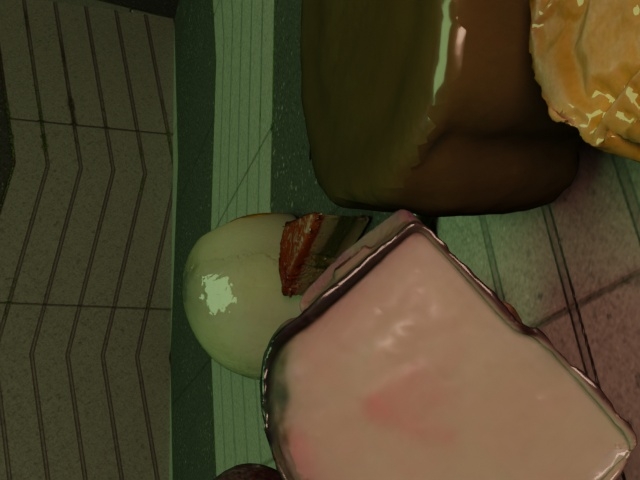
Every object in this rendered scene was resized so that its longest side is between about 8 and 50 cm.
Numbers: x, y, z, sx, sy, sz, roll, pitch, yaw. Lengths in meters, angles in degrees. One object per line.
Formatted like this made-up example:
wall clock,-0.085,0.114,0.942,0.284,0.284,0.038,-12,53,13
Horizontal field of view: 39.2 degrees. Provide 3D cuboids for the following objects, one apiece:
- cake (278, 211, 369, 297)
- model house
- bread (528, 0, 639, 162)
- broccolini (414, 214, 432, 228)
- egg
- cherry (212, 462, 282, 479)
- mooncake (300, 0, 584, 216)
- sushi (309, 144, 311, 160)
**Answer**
cake,-0.004,-0.015,1.358,0.220,0.086,0.117,114,151,-50
model house,0.077,0.119,0.719,0.202,0.237,0.237,-47,0,4
bread,0.236,-0.149,0.532,0.240,0.139,0.240,-175,90,-69
broccolini,0.101,-0.086,1.038,0.079,0.074,0.392,-11,-69,-69
egg,-0.145,0.099,1.606,0.337,0.201,0.337,-178,90,-74
cherry,-0.123,0.476,1.382,0.203,0.300,0.230,32,129,19
mooncake,0.119,-0.198,0.802,0.378,0.200,0.379,-177,90,-71
sushi,0.048,-0.257,1.317,0.231,0.047,0.220,135,141,-58
